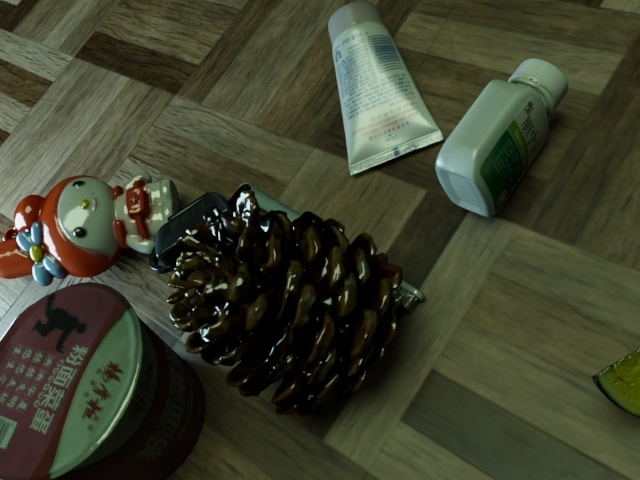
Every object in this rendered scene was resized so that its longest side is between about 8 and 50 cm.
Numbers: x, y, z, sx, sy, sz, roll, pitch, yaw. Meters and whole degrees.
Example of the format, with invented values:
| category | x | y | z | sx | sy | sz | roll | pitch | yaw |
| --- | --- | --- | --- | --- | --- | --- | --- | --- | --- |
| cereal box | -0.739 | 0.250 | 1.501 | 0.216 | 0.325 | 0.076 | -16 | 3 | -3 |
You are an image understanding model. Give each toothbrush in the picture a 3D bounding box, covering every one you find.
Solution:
| category | x | y | z | sx | sy | sz | roll | pitch | yaw |
| --- | --- | --- | --- | --- | --- | --- | --- | --- | --- |
| toothbrush | 0.001 | -0.002 | 0.929 | 0.342 | 0.025 | 0.030 | 34 | 83 | 37 |

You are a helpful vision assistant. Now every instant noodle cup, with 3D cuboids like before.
| category | x | y | z | sx | sy | sz | roll | pitch | yaw |
| --- | --- | --- | --- | --- | --- | --- | --- | --- | --- |
| instant noodle cup | -0.261 | 0.189 | 0.850 | 0.235 | 0.178 | 0.234 | -13 | 57 | 21 |

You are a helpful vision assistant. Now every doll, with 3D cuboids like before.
| category | x | y | z | sx | sy | sz | roll | pitch | yaw |
| --- | --- | --- | --- | --- | --- | --- | --- | --- | --- |
| doll | -0.354 | -0.020 | 1.053 | 0.290 | 0.130 | 0.161 | -13 | 69 | 3 |

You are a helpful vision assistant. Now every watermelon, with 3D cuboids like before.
| category | x | y | z | sx | sy | sz | roll | pitch | yaw |
| --- | --- | --- | --- | --- | --- | --- | --- | --- | --- |
| watermelon | 0.341 | 0.113 | 0.648 | 0.181 | 0.092 | 0.075 | -30 | 66 | -2 |

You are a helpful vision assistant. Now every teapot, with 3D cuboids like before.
| category | x | y | z | sx | sy | sz | roll | pitch | yaw |
| --- | --- | --- | --- | --- | --- | --- | --- | --- | --- |
| teapot | -0.167 | -0.018 | 0.987 | 0.177 | 0.087 | 0.096 | -34 | 47 | 5 |

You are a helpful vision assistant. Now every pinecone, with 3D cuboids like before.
| category | x | y | z | sx | sy | sz | roll | pitch | yaw |
| --- | --- | --- | --- | --- | --- | --- | --- | --- | --- |
| pinecone | -0.038 | 0.071 | 0.775 | 0.224 | 0.272 | 0.224 | -42 | 37 | 42 |

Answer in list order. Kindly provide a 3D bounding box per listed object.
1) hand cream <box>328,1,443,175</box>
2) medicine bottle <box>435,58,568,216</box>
| category | x | y | z | sx | sy | sz | roll | pitch | yaw |
| --- | --- | --- | --- | --- | --- | --- | --- | --- | --- |
| hand cream | 0.080 | -0.219 | 0.995 | 0.133 | 0.083 | 0.247 | -19 | 66 | 17 |
| medicine bottle | 0.216 | -0.125 | 0.832 | 0.069 | 0.119 | 0.183 | 26 | 73 | 39 |
